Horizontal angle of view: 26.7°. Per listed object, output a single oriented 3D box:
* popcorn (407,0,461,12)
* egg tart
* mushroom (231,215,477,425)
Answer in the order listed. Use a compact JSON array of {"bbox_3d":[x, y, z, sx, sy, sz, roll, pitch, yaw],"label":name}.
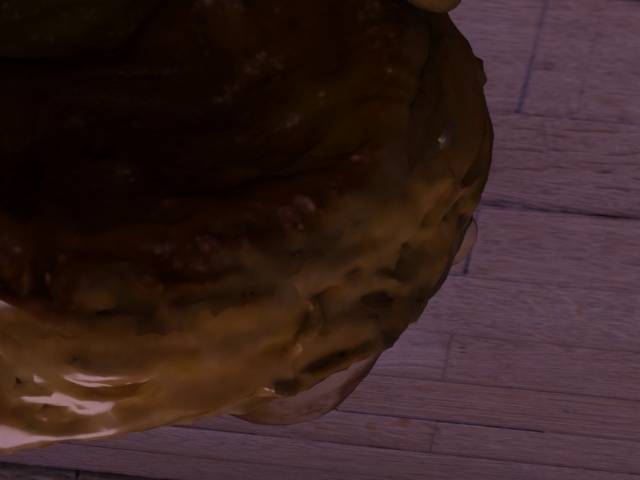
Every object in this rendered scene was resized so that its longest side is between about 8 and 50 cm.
[{"bbox_3d":[0.088,-0.205,0.683,0.194,0.163,0.140,20,145,54],"label":"popcorn"},{"bbox_3d":[-0.124,-0.041,0.746,0.443,0.443,0.178,6,134,3],"label":"egg tart"},{"bbox_3d":[0.000,0.000,1.058,0.290,0.292,0.292,2,162,-35],"label":"mushroom"}]
